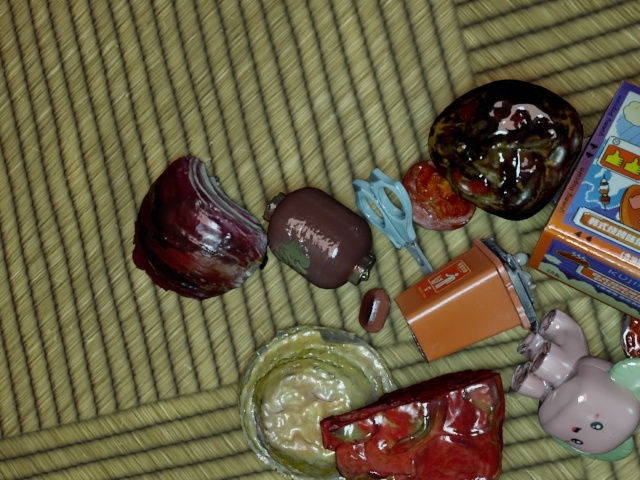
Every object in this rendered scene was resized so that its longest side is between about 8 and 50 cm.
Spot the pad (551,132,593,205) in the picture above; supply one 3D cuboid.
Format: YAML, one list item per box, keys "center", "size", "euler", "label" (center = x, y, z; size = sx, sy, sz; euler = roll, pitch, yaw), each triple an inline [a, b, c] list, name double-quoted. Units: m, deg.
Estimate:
- center: [0.601, -0.059, 1.525]
  size: [0.220, 0.004, 0.330]
  euler: [-31, 81, 10]
  label: "pad"

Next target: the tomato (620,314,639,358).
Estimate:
- center: [0.641, 0.174, 1.460]
  size: [0.174, 0.082, 0.166]
  euler: [-43, 75, -1]
  label: "tomato"

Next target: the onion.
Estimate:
- center: [-0.286, -0.001, 1.652]
  size: [0.314, 0.146, 0.280]
  euler: [42, 100, 7]
  label: "onion"

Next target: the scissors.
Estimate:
- center: [0.185, 0.018, 1.561]
  size: [0.029, 0.191, 0.360]
  euler: [-34, 95, -23]
  label: "scissors"

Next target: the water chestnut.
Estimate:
- center: [0.344, -0.182, 1.449]
  size: [0.289, 0.244, 0.289]
  euler: [-10, 59, 17]
  label: "water chestnut"

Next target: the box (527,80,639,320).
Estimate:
- center: [0.601, -0.042, 1.352]
  size: [0.349, 0.257, 0.318]
  euler: [29, 78, 15]
  label: "box"

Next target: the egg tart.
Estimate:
- center: [-0.014, 0.339, 1.572]
  size: [0.352, 0.150, 0.351]
  euler: [0, 91, 12]
  label: "egg tart"

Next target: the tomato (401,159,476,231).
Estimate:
- center: [0.225, -0.080, 1.559]
  size: [0.159, 0.091, 0.139]
  euler: [43, 54, -3]
  label: "tomato"

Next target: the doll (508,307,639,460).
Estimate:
- center: [0.506, 0.282, 1.436]
  size: [0.268, 0.216, 0.284]
  euler: [32, 132, 0]
  label: "doll"

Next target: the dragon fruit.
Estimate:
- center: [0.187, 0.399, 1.421]
  size: [0.329, 0.228, 0.286]
  euler: [-5, 87, -21]
  label: "dragon fruit"

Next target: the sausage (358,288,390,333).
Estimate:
- center: [0.112, 0.145, 1.597]
  size: [0.059, 0.054, 0.094]
  euler: [16, 92, 49]
  label: "sausage"

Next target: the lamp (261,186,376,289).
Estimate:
- center: [0.000, 0.000, 1.578]
  size: [0.258, 0.180, 0.180]
  euler: [36, 95, 10]
  label: "lamp"

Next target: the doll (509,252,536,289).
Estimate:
- center: [0.396, 0.062, 1.549]
  size: [0.058, 0.040, 0.085]
  euler: [-9, 85, 2]
  label: "doll"

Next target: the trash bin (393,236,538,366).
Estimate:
- center: [0.279, 0.131, 1.484]
  size: [0.239, 0.161, 0.184]
  euler: [-30, 111, 3]
  label: "trash bin"
